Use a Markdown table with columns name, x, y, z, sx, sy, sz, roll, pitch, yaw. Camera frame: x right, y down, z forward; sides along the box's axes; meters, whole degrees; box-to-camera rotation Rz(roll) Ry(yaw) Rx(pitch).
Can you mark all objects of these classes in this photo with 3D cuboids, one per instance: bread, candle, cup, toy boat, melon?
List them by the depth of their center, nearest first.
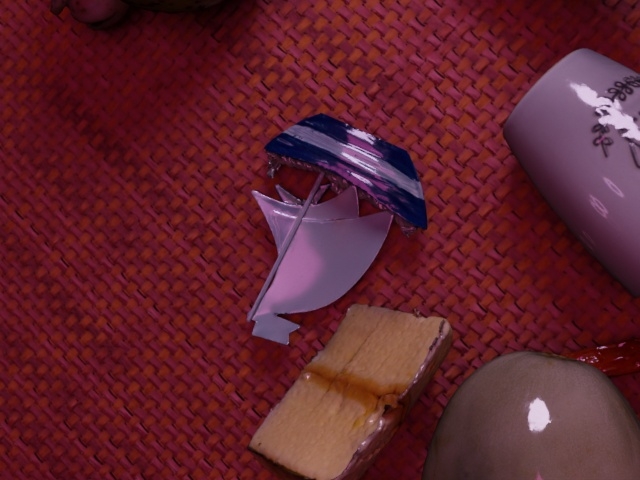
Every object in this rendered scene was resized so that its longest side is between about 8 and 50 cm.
| name | x | y | z | sx | sy | sz | roll | pitch | yaw |
| --- | --- | --- | --- | --- | --- | --- | --- | --- | --- |
| melon | 0.229 | 0.273 | 0.901 | 0.272 | 0.272 | 0.307 | -17 | 70 | 12 |
| cup | 0.353 | -0.104 | 0.935 | 0.258 | 0.186 | 0.234 | -35 | 72 | -20 |
| bread | 0.035 | 0.159 | 0.939 | 0.135 | 0.178 | 0.240 | 36 | 67 | 11 |
| candle | 0.299 | 0.141 | 0.990 | 0.162 | 0.053 | 0.048 | -13 | 87 | 17 |
| toy boat | -0.016 | -0.027 | 1.053 | 0.292 | 0.070 | 0.210 | -41 | 79 | 12 |

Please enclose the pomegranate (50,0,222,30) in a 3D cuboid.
| name | x | y | z | sx | sy | sz | roll | pitch | yaw |
| --- | --- | --- | --- | --- | --- | --- | --- | --- | --- |
| pomegranate | -0.219 | -0.375 | 1.015 | 0.341 | 0.285 | 0.285 | -35 | 82 | 33 |
